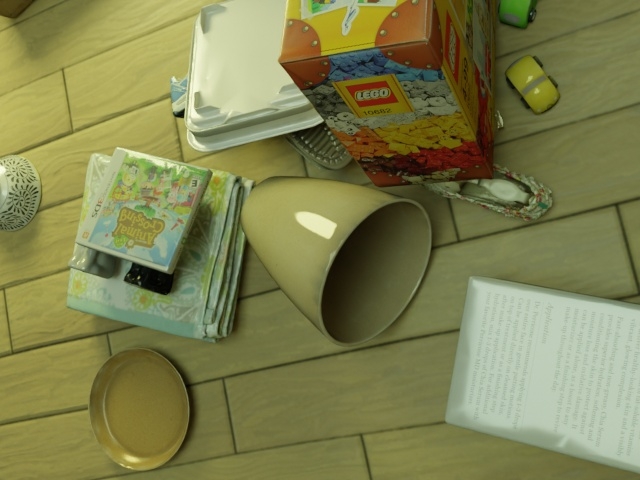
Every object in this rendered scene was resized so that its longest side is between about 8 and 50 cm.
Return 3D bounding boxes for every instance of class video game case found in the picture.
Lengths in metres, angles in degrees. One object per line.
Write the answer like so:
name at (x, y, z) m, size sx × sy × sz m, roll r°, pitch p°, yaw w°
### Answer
video game case at (-0.313, -0.057, 1.367) m, size 0.212 × 0.023 × 0.193 m, roll 15°, pitch 78°, yaw 25°

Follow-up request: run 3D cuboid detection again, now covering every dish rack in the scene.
dish rack at (-0.114, -0.325, 1.360) m, size 0.285 × 0.072 × 0.333 m, roll -11°, pitch 59°, yaw 16°

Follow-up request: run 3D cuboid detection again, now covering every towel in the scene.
towel at (-0.313, 0.010, 1.495) m, size 0.374 × 0.090 × 0.320 m, roll 10°, pitch 87°, yaw 23°

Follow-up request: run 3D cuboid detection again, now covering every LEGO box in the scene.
LEGO box at (0.123, -0.378, 1.109) m, size 0.193 × 0.372 × 0.500 m, roll -4°, pitch 68°, yaw 23°

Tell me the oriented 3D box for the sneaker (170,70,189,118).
sneaker at (-0.201, -0.306, 1.468) m, size 0.211 × 0.080 × 0.081 m, roll -20°, pitch 82°, yaw 19°

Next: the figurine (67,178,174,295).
figurine at (-0.345, -0.025, 1.426) m, size 0.215 × 0.092 × 0.209 m, roll 13°, pitch 81°, yaw 24°

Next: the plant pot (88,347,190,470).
plant pot at (-0.350, 0.327, 1.517) m, size 0.236 × 0.032 × 0.236 m, roll -1°, pitch 87°, yaw 23°

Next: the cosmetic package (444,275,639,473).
cosmetic package at (0.432, 0.199, 1.123) m, size 0.453 × 0.161 × 0.230 m, roll 11°, pitch 91°, yaw 23°

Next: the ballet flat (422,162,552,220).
ballet flat at (0.257, -0.099, 1.263) m, size 0.241 × 0.077 × 0.091 m, roll 18°, pitch 96°, yaw 23°

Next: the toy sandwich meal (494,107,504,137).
toy sandwich meal at (0.262, -0.192, 1.294) m, size 0.085 × 0.029 × 0.085 m, roll 4°, pitch 99°, yaw 26°

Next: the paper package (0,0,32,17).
paper package at (-0.681, -0.694, 1.650) m, size 0.309 × 0.168 × 0.325 m, roll -35°, pitch 75°, yaw 17°

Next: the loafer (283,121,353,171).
loafer at (-0.027, -0.215, 1.377) m, size 0.102 × 0.092 × 0.268 m, roll -41°, pitch 65°, yaw -1°

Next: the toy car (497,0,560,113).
toy car at (0.302, -0.343, 1.271) m, size 0.239 × 0.053 × 0.225 m, roll 23°, pitch 96°, yaw 22°

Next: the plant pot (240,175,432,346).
plant pot at (0.000, 0.000, 1.297) m, size 0.274 × 0.256 × 0.256 m, roll 30°, pitch 99°, yaw 39°

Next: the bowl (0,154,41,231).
bowl at (-0.691, -0.106, 1.664) m, size 0.170 × 0.080 × 0.170 m, roll -1°, pitch 87°, yaw 22°
